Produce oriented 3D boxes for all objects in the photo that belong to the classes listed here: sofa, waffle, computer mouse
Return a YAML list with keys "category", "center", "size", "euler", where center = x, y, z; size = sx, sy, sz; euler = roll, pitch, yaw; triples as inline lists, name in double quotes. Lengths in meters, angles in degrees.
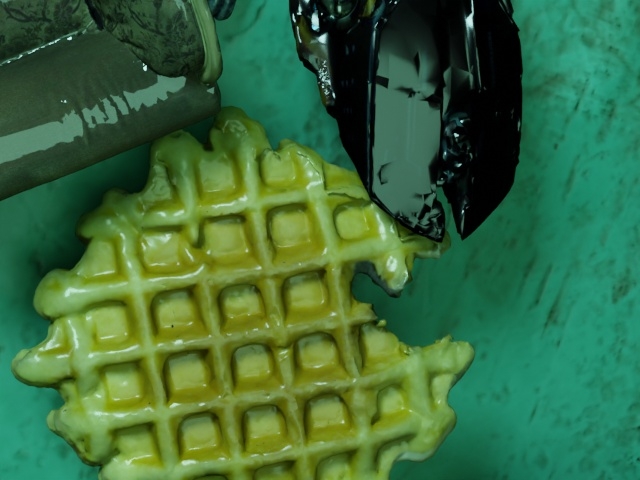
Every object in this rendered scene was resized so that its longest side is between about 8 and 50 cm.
- category: "sofa"
  center: [-0.182, -0.154, 0.787]
  size: [0.200, 0.182, 0.258]
  euler: [-22, 112, -12]
- category: "waffle"
  center: [-0.039, 0.066, 0.912]
  size: [0.261, 0.056, 0.250]
  euler: [33, 90, -14]
- category: "computer mouse"
  center: [0.061, -0.119, 0.902]
  size: [0.146, 0.077, 0.241]
  euler: [-8, 86, -24]

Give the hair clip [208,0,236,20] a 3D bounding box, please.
- category: "hair clip"
  center: [-0.061, -0.264, 0.873]
  size: [0.083, 0.048, 0.275]
  euler: [-16, 111, -19]
